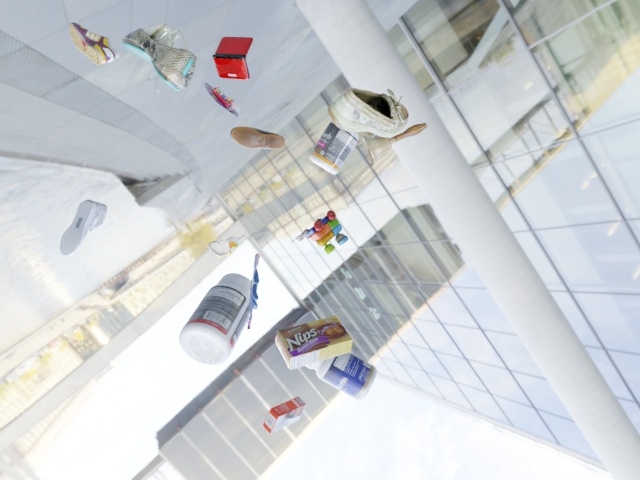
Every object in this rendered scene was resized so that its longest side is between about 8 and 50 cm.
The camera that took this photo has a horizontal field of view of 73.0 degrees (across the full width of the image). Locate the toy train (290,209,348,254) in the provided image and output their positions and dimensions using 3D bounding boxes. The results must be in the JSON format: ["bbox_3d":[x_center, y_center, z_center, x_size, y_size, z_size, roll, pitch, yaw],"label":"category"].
[{"bbox_3d":[0.000,0.000,1.696,0.248,0.143,0.105,-42,-175,-39],"label":"toy train"}]

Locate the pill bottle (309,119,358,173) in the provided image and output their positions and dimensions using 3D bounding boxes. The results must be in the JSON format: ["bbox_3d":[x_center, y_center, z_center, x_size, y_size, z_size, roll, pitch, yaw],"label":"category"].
[{"bbox_3d":[0.080,-0.465,2.034,0.278,0.162,0.162,-58,-170,5],"label":"pill bottle"}]

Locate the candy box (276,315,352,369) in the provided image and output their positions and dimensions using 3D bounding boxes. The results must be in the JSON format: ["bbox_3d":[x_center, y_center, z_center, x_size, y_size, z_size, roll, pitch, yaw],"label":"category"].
[{"bbox_3d":[-0.019,0.280,1.201,0.187,0.053,0.109,-9,-145,-23],"label":"candy box"}]

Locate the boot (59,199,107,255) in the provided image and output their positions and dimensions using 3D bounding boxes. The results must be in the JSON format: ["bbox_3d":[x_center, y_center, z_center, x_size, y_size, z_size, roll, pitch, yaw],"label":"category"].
[{"bbox_3d":[-0.998,-0.048,1.847,0.258,0.095,0.123,-60,169,3],"label":"boot"}]

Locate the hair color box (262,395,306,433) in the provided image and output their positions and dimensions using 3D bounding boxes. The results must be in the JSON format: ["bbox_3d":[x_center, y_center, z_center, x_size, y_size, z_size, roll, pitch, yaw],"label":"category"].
[{"bbox_3d":[-0.142,0.694,1.724,0.167,0.053,0.093,-1,120,-53],"label":"hair color box"}]

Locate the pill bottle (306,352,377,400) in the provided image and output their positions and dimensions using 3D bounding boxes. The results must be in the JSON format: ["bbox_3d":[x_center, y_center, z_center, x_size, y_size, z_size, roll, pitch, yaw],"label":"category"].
[{"bbox_3d":[0.079,0.513,1.740,0.153,0.265,0.153,-60,177,-5],"label":"pill bottle"}]

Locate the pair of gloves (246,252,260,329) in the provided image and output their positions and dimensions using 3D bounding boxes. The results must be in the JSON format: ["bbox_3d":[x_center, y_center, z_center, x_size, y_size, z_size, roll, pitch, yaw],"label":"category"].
[{"bbox_3d":[-0.179,0.142,1.165,0.198,0.023,0.159,106,-14,-44],"label":"pair of gloves"}]

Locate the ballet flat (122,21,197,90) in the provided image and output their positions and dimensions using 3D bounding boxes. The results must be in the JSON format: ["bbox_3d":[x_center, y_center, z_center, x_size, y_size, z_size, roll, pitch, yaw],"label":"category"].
[{"bbox_3d":[-0.587,-0.717,1.624,0.182,0.164,0.483,-53,-127,7],"label":"ballet flat"}]

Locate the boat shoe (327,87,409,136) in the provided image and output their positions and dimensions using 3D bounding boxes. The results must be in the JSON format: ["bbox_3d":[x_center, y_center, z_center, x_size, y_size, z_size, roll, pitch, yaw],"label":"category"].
[{"bbox_3d":[0.146,-0.328,1.094,0.285,0.104,0.089,-17,161,-45],"label":"boat shoe"}]

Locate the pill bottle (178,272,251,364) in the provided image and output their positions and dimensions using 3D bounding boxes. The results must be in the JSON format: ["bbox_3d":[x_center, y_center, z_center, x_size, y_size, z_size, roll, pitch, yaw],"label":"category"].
[{"bbox_3d":[-0.399,0.305,1.755,0.210,0.210,0.362,-30,-160,28],"label":"pill bottle"}]

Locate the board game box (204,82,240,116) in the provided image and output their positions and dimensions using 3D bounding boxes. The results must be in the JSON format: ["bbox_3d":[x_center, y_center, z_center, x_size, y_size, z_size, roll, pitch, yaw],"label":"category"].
[{"bbox_3d":[-0.367,-0.548,1.653,0.033,0.133,0.169,-39,152,16],"label":"board game box"}]

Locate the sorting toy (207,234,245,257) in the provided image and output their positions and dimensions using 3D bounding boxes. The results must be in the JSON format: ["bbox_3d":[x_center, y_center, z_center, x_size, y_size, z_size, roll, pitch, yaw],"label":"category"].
[{"bbox_3d":[-0.229,0.006,1.100,0.083,0.044,0.075,-11,-159,41],"label":"sorting toy"}]

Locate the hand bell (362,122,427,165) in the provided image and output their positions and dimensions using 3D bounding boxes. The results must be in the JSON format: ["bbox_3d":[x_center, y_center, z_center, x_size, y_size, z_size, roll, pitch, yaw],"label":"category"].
[{"bbox_3d":[0.300,-0.398,1.690,0.242,0.126,0.126,-22,-167,7],"label":"hand bell"}]

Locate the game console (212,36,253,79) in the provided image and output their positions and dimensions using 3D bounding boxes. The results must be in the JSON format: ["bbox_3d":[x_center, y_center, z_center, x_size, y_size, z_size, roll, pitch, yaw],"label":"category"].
[{"bbox_3d":[-0.307,-0.659,1.567,0.144,0.124,0.085,15,-133,26],"label":"game console"}]

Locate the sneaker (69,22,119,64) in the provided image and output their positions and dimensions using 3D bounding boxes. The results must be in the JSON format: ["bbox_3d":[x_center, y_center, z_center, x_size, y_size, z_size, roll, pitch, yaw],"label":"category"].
[{"bbox_3d":[-0.739,-0.645,1.412,0.084,0.185,0.069,-36,168,-37],"label":"sneaker"}]

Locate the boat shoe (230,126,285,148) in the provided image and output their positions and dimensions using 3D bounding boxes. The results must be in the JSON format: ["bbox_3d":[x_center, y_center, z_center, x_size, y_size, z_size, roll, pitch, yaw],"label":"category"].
[{"bbox_3d":[-0.235,-0.372,1.581,0.073,0.207,0.073,33,-68,54],"label":"boat shoe"}]
